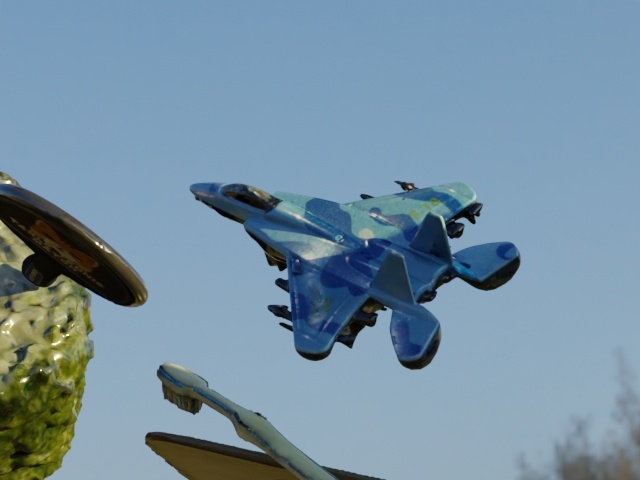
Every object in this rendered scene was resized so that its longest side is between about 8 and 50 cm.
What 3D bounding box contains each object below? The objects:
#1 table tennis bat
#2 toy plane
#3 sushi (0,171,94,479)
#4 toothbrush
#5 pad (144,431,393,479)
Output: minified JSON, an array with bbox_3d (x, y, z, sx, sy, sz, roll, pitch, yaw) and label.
[{"bbox_3d":[-0.210,0.010,1.535,0.150,0.027,0.236,38,-17,-9],"label":"table tennis bat"},{"bbox_3d":[0.002,0.006,1.241,0.246,0.169,0.078,15,-40,43],"label":"toy plane"},{"bbox_3d":[-0.382,0.081,1.674,0.351,0.294,0.178,-8,-36,-22],"label":"sushi"},{"bbox_3d":[-0.031,0.151,1.368,0.026,0.028,0.294,-15,27,-36],"label":"toothbrush"},{"bbox_3d":[0.023,0.216,1.525,0.286,0.018,0.284,9,-17,18],"label":"pad"}]
